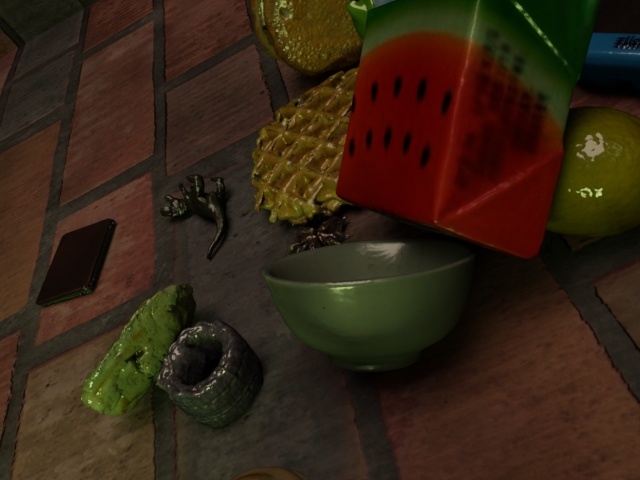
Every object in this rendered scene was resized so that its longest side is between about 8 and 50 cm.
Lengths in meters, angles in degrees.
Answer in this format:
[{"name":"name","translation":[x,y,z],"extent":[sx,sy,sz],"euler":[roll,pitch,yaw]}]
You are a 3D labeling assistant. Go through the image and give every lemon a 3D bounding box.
[{"name":"lemon","translation":[0.354,-0.093,0.892],"extent":[0.248,0.184,0.184],"euler":[6,56,42]}]

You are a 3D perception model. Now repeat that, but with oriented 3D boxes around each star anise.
[{"name":"star anise","translation":[-0.004,0.007,1.114],"extent":[0.124,0.056,0.129],"euler":[-17,29,13]}]

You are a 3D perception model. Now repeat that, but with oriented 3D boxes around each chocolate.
[{"name":"chocolate","translation":[0.173,-0.177,0.908],"extent":[0.360,0.161,0.341],"euler":[-155,74,-66]}]

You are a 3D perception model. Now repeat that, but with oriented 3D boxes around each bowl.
[{"name":"bowl","translation":[0.072,0.092,0.897],"extent":[0.289,0.146,0.289],"euler":[-6,9,1]}]

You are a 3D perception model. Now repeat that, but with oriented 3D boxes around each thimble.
[{"name":"thimble","translation":[-0.171,0.204,1.016],"extent":[0.150,0.098,0.150],"euler":[-17,45,17]}]

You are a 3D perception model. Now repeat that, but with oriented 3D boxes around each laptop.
[{"name":"laptop","translation":[-0.541,0.048,1.451],"extent":[0.154,0.026,0.207],"euler":[-18,44,21]}]

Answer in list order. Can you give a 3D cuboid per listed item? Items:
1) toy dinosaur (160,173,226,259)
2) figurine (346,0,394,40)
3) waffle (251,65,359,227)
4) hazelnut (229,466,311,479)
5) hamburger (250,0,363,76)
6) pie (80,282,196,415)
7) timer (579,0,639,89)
[{"name":"toy dinosaur","translation":[-0.248,-0.043,1.353],"extent":[0.187,0.087,0.179],"euler":[-9,83,46]},{"name":"figurine","translation":[0.178,-0.422,1.272],"extent":[0.143,0.263,0.162],"euler":[123,169,-50]},{"name":"waffle","translation":[0.029,-0.195,1.266],"extent":[0.382,0.095,0.380],"euler":[-24,44,16]},{"name":"hazelnut","translation":[-0.071,0.390,0.713],"extent":[0.261,0.241,0.261],"euler":[-16,17,5]},{"name":"hamburger","translation":[-0.009,-0.527,1.421],"extent":[0.290,0.314,0.170],"euler":[-13,31,-27]},{"name":"pie","translation":[-0.285,0.177,1.078],"extent":[0.090,0.201,0.248],"euler":[31,76,6]},{"name":"timer","translation":[0.570,-0.370,1.043],"extent":[0.340,0.115,0.309],"euler":[20,71,42]}]
